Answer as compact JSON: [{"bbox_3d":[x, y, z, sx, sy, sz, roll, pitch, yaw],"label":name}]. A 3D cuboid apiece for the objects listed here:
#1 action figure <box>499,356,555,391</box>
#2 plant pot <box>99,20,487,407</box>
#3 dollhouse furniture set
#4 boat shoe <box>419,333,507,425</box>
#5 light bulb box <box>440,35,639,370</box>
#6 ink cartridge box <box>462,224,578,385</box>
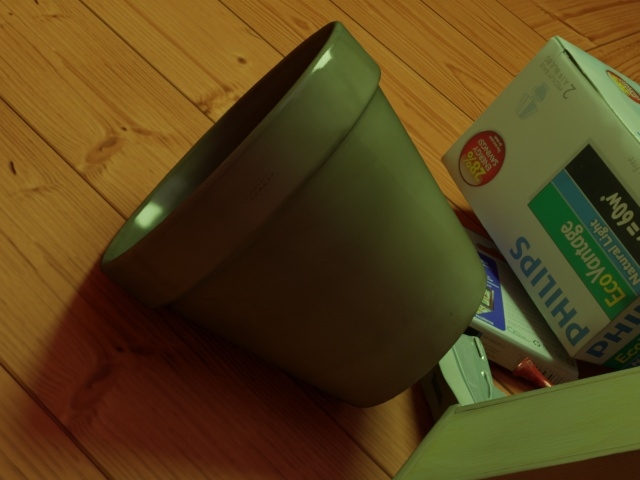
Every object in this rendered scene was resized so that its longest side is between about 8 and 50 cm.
[{"bbox_3d":[0.280,0.251,1.169,0.280,0.091,0.139,40,27,14],"label":"action figure"},{"bbox_3d":[0.000,0.000,1.105,0.280,0.323,0.323,43,31,-12],"label":"plant pot"},{"bbox_3d":[0.256,0.323,0.949,0.362,0.256,0.394,-37,105,-55],"label":"dollhouse furniture set"},{"bbox_3d":[0.160,0.171,1.172,0.081,0.079,0.227,3,37,-13],"label":"boat shoe"},{"bbox_3d":[0.406,-0.021,1.457,0.361,0.225,0.358,18,33,-42],"label":"light bulb box"},{"bbox_3d":[0.206,0.069,1.385,0.206,0.045,0.208,27,30,-11],"label":"ink cartridge box"}]
